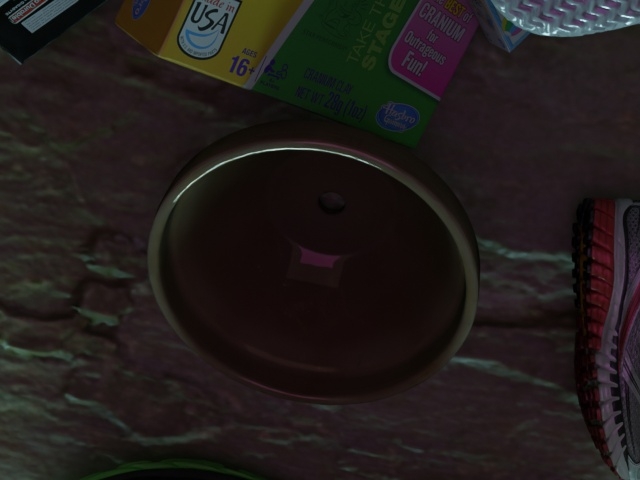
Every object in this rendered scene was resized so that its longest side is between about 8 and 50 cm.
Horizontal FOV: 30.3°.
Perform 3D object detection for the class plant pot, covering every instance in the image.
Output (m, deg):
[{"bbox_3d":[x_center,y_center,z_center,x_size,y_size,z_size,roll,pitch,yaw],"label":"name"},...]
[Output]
[{"bbox_3d":[0.000,0.000,0.866,0.237,0.110,0.237,5,127,7],"label":"plant pot"}]

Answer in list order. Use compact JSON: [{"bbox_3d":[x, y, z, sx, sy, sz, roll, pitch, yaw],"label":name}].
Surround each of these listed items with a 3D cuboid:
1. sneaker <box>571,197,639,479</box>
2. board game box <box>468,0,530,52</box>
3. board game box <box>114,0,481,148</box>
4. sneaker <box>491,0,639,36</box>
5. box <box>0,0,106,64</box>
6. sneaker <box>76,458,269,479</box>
[{"bbox_3d":[0.245,0.079,0.902,0.093,0.088,0.225,-2,103,2],"label":"sneaker"},{"bbox_3d":[0.131,-0.217,0.799,0.103,0.026,0.154,-44,135,-6],"label":"board game box"},{"bbox_3d":[0.038,-0.239,0.779,0.242,0.064,0.316,14,109,-42],"label":"board game box"},{"bbox_3d":[0.249,-0.266,0.753,0.366,0.210,0.137,-41,98,8],"label":"sneaker"},{"bbox_3d":[-0.160,-0.286,0.760,0.322,0.257,0.079,-34,60,11],"label":"box"},{"bbox_3d":[-0.030,0.306,0.911,0.483,0.202,0.185,13,103,0],"label":"sneaker"}]
